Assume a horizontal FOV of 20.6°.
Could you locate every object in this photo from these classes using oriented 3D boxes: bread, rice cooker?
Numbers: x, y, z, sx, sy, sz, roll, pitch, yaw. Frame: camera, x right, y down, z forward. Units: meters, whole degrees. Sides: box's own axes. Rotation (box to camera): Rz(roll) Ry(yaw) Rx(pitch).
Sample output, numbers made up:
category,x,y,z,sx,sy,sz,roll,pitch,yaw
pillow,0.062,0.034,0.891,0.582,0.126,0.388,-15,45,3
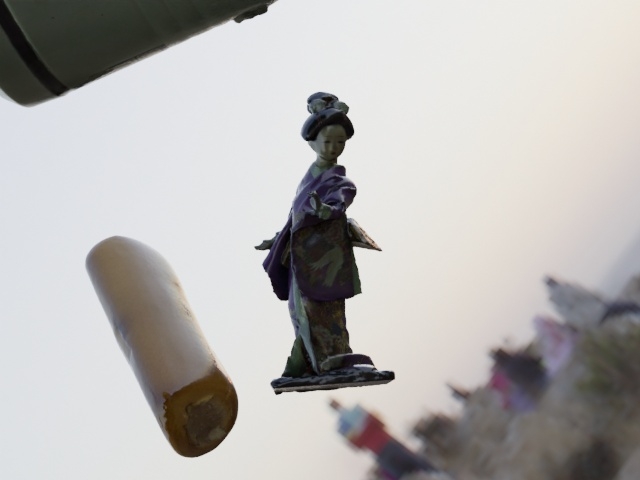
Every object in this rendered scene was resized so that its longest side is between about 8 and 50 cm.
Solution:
category,x,y,z,sx,sy,sz,roll,pitch,yaw
bread,-0.135,0.087,1.511,0.074,0.239,0.093,-26,-48,-7
rice cooker,-0.141,-0.201,1.012,0.244,0.226,0.226,-26,-11,3

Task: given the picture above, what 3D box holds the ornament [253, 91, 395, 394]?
category,x,y,z,sx,sy,sz,roll,pitch,yaw
ornament,0.001,0.002,1.153,0.081,0.088,0.203,177,91,-87
